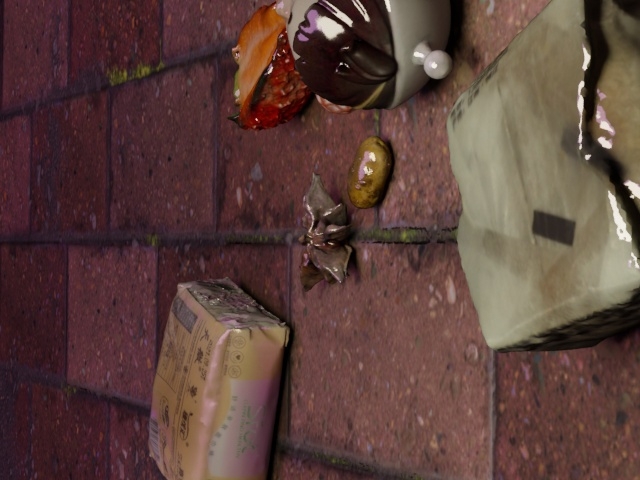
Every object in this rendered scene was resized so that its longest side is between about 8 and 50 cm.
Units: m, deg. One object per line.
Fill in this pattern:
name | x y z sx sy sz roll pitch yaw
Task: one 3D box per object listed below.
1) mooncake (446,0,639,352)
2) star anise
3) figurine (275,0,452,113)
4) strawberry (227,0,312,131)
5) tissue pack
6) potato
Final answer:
mooncake | 0.208 -0.050 1.369 0.254 0.136 0.250 -35 59 56
star anise | 0.001 -0.011 1.940 0.124 0.056 0.129 163 106 -66
figurine | 0.032 -0.262 1.763 0.370 0.167 0.281 -105 7 -51
strawberry | -0.048 -0.201 2.024 0.140 0.085 0.192 -110 36 -54
tissue pack | -0.132 0.193 2.162 0.215 0.123 0.257 -145 58 -60
potato | 0.050 -0.071 1.850 0.051 0.040 0.083 52 137 48
